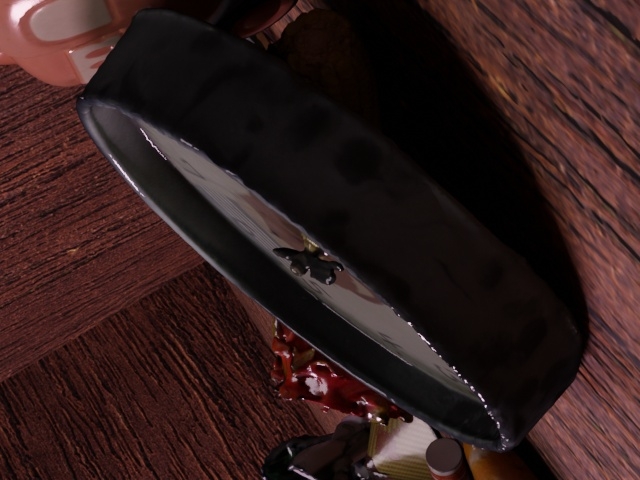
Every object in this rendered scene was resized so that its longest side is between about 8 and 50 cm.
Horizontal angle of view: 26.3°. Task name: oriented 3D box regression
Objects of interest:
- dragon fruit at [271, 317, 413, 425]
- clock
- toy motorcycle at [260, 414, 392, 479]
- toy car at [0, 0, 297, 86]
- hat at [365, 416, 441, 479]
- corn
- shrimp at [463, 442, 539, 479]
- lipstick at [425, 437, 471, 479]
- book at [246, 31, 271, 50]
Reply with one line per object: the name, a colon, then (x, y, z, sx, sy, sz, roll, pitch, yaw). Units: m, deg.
dragon fruit: (0.014, 0.102, 1.342, 0.133, 0.150, 0.207, 0, 118, 48)
clock: (0.000, 0.000, 0.782, 0.325, 0.067, 0.325, 37, 169, 8)
toy motorcycle: (0.067, 0.318, 1.794, 0.327, 0.188, 0.143, 25, 138, 51)
toy car: (-0.143, -0.191, 0.805, 0.180, 0.212, 0.270, 58, 173, 9)
hat: (0.087, 0.238, 1.557, 0.193, 0.082, 0.193, 58, 174, 9)
corn: (0.004, -0.075, 0.855, 0.072, 0.072, 0.203, 56, 171, 21)
shrimp: (0.180, 0.248, 1.045, 0.248, 0.068, 0.150, 61, -173, 25)
lipstick: (0.136, 0.248, 1.419, 0.038, 0.038, 0.130, 54, 172, 34)
book: (-0.091, -0.127, 1.125, 0.231, 0.026, 0.157, 58, 136, 30)
